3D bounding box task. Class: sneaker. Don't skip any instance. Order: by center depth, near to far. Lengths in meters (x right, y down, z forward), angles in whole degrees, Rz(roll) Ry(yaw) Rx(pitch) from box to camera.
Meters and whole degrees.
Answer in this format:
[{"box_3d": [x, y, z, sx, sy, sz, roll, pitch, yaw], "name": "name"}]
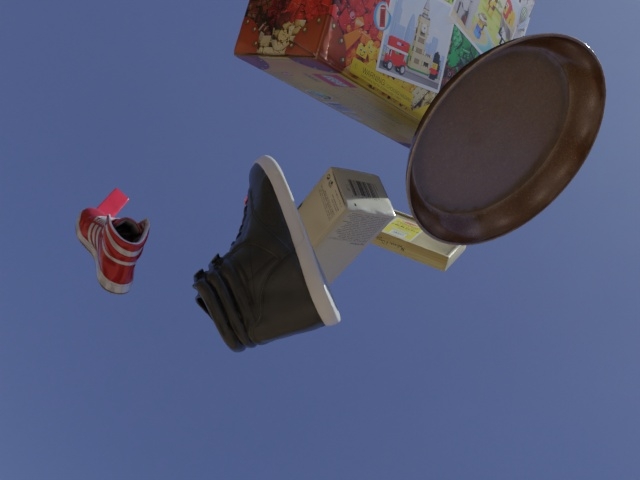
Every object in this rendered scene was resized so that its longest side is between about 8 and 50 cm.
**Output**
[{"box_3d": [-0.195, -0.011, 0.676, 0.118, 0.042, 0.067, 52, -54, 40], "name": "sneaker"}, {"box_3d": [-0.086, 0.008, 0.848, 0.147, 0.295, 0.104, -23, -48, 1], "name": "sneaker"}]

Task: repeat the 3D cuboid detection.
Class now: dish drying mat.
[{"box_3d": [-0.366, -0.061, 1.263, 0.032, 0.083, 0.008, 44, -57, -15], "name": "dish drying mat"}]

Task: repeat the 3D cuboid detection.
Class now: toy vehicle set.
[{"box_3d": [0.189, -0.016, 1.650, 0.267, 0.166, 0.035, 22, -66, 21], "name": "toy vehicle set"}]

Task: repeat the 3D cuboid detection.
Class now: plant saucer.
[{"box_3d": [0.237, -0.132, 0.953, 0.050, 0.311, 0.310, 52, -43, 43], "name": "plant saucer"}]

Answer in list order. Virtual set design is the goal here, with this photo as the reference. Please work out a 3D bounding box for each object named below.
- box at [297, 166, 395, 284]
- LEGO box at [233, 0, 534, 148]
[{"box_3d": [0.000, 0.000, 1.245, 0.275, 0.113, 0.094, -47, -131, 38], "name": "box"}, {"box_3d": [0.138, -0.390, 1.215, 0.193, 0.500, 0.372, 16, -90, 42], "name": "LEGO box"}]
